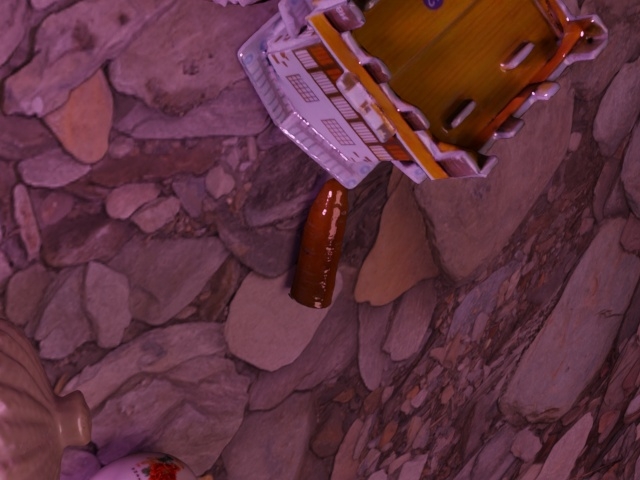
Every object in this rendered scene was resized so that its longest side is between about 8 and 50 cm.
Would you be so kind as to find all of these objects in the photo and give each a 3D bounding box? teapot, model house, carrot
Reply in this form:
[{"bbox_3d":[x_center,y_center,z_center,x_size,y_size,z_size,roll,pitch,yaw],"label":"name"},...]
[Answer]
[{"bbox_3d":[-0.187,0.266,1.021,0.226,0.092,0.145,6,108,-52],"label":"teapot"},{"bbox_3d":[0.082,-0.175,0.908,0.224,0.215,0.198,-47,113,-17],"label":"model house"},{"bbox_3d":[0.000,0.000,1.095,0.048,0.048,0.139,-16,126,-45],"label":"carrot"}]

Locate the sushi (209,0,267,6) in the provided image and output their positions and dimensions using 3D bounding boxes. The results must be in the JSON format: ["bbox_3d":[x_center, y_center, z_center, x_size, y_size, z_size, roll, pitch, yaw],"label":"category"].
[{"bbox_3d":[-0.050,-0.271,0.741,0.126,0.136,0.225,-37,148,-24],"label":"sushi"}]

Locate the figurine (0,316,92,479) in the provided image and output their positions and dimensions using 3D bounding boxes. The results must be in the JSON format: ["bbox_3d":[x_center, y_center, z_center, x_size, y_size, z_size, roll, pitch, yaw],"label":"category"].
[{"bbox_3d":[-0.315,0.163,0.676,0.332,0.204,0.185,-31,140,-34],"label":"figurine"}]
